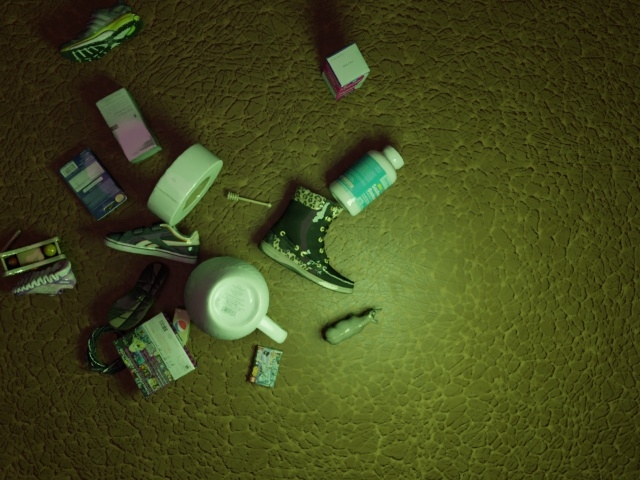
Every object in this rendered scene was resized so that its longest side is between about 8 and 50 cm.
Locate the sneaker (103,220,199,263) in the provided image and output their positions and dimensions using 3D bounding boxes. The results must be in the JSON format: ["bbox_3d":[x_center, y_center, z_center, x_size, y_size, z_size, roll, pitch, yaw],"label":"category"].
[{"bbox_3d":[-0.583,-0.011,1.874,0.320,0.126,0.128,11,96,-15],"label":"sneaker"}]

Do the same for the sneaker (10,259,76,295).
[{"bbox_3d":[-0.961,0.156,1.874,0.236,0.095,0.105,-18,126,6],"label":"sneaker"}]

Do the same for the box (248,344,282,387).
[{"bbox_3d":[-0.202,0.462,1.967,0.093,0.027,0.137,15,91,-6],"label":"box"}]

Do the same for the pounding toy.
[{"bbox_3d":[-1.023,0.032,1.828,0.269,0.154,0.155,-18,94,-4],"label":"pounding toy"}]

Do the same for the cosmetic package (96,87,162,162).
[{"bbox_3d":[-0.667,-0.398,1.871,0.117,0.085,0.231,-31,93,-2],"label":"cosmetic package"}]

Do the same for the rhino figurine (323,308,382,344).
[{"bbox_3d":[0.118,0.306,1.943,0.243,0.106,0.073,-26,94,-2],"label":"rhino figurine"}]

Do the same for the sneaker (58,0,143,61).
[{"bbox_3d":[-0.769,-0.724,1.851,0.299,0.111,0.121,-31,84,-8],"label":"sneaker"}]

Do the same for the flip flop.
[{"bbox_3d":[-0.642,0.200,1.906,0.112,0.080,0.277,33,75,0],"label":"flip flop"}]

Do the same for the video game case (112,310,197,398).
[{"bbox_3d":[-0.579,0.399,1.877,0.210,0.042,0.232,-32,88,3],"label":"video game case"}]

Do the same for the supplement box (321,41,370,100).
[{"bbox_3d":[0.082,-0.578,1.849,0.111,0.220,0.114,-30,95,-2],"label":"supplement box"}]

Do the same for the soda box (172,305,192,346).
[{"bbox_3d":[-0.504,0.332,1.925,0.061,0.058,0.182,12,91,-5],"label":"soda box"}]

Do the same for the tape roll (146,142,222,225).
[{"bbox_3d":[-0.452,-0.186,1.794,0.100,0.286,0.286,39,89,-4],"label":"tape roll"}]

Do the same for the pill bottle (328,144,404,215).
[{"bbox_3d":[0.169,-0.220,1.905,0.264,0.146,0.146,-41,94,-1],"label":"pill bottle"}]

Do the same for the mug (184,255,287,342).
[{"bbox_3d":[-0.268,0.220,1.782,0.374,0.328,0.276,38,79,-12],"label":"mug"}]

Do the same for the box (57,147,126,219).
[{"bbox_3d":[-0.801,-0.197,1.893,0.136,0.036,0.225,-37,93,-1],"label":"box"}]

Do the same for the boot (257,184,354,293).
[{"bbox_3d":[0.000,0.000,1.914,0.377,0.138,0.284,28,90,1],"label":"boot"}]

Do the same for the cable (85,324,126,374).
[{"bbox_3d":[-0.756,0.388,1.915,0.150,0.047,0.185,15,91,-5],"label":"cable"}]

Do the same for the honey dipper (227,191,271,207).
[{"bbox_3d":[-0.256,-0.143,1.939,0.160,0.030,0.031,14,91,-7],"label":"honey dipper"}]
